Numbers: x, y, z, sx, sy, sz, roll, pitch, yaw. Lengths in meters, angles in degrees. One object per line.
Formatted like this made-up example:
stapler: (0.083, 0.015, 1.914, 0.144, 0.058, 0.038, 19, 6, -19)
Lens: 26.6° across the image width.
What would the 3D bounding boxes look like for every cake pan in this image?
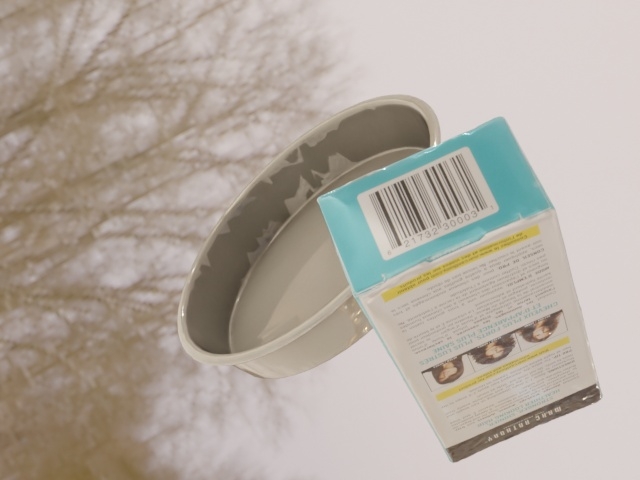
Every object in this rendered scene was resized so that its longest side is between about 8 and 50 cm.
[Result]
cake pan: (0.000, 0.000, 1.158, 0.054, 0.293, 0.293, 43, -8, -26)

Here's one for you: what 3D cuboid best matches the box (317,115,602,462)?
box: (0.083, 0.037, 0.718, 0.244, 0.100, 0.060, 60, 7, -59)
